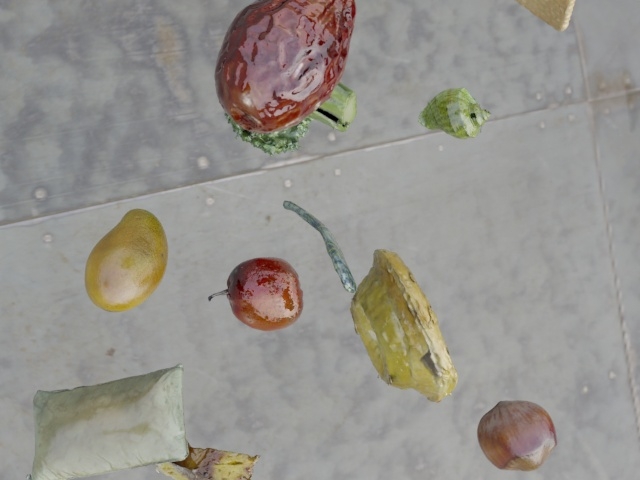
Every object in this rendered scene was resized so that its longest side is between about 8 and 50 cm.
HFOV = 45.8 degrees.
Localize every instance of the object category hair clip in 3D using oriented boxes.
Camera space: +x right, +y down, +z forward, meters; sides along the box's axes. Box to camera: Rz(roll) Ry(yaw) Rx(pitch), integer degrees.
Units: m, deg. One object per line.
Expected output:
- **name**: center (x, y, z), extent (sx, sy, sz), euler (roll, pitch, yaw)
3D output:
- **hair clip**: center (0.002, -0.001, 1.212), extent (0.036, 0.229, 0.066), euler (-42, 140, 5)

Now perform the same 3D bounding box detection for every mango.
- **mango**: center (-0.350, 0.033, 1.397), extent (0.136, 0.099, 0.227), euler (28, 47, -15)

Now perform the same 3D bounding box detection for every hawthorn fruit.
- **hawthorn fruit**: center (-0.133, 0.110, 1.554), extent (0.194, 0.157, 0.157), euler (0, 90, -9)

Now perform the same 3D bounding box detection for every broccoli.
- **broccoli**: center (-0.041, -0.362, 1.686), extent (0.302, 0.249, 0.375), euler (28, 104, 2)

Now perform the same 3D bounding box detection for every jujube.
- **jujube**: center (-0.050, -0.301, 1.203), extent (0.197, 0.197, 0.290), euler (43, 64, -26)

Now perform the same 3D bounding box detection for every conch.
- **conch**: center (0.223, -0.212, 1.255), extent (0.074, 0.121, 0.089), euler (50, 50, -54)

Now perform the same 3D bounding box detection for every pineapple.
- **pineapple**: center (-0.218, 0.435, 1.442), extent (0.135, 0.233, 0.079), euler (83, 27, -47)

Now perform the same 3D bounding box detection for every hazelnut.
- **hazelnut**: center (0.222, 0.220, 0.857), extent (0.086, 0.086, 0.086), euler (0, 89, -34)

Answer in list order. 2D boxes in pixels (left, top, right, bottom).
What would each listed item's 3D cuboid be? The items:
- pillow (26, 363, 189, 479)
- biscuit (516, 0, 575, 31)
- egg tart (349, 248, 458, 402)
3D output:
- **pillow**: center (-0.395, 0.340, 1.401), extent (0.302, 0.075, 0.185), euler (-11, 61, 1)
- **biscuit**: center (0.404, -0.530, 1.513), extent (0.030, 0.160, 0.249), euler (-44, 71, -6)
- **egg tart**: center (0.133, 0.157, 1.320), extent (0.115, 0.290, 0.290), euler (-23, 104, -7)
